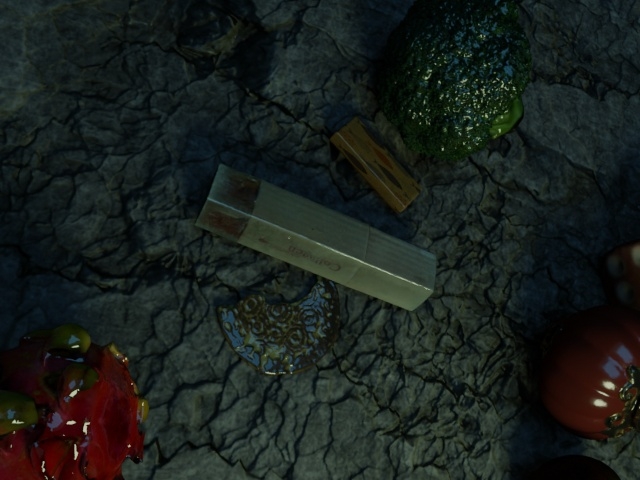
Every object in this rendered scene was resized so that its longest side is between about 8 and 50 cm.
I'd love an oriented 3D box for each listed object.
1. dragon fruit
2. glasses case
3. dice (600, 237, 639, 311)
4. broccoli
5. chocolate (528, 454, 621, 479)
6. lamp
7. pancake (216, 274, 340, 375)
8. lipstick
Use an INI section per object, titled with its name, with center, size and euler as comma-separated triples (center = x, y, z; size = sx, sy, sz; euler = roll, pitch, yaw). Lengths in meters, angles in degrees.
[dragon fruit]
center = -0.348, 0.237, 0.783
size = 0.307, 0.243, 0.227
euler = -61, 138, -28
[glasses case]
center = 0.091, -0.124, 1.159
size = 0.170, 0.041, 0.064
euler = 47, 53, -2
[dice]
center = 0.629, 0.069, 1.234
size = 0.179, 0.174, 0.175
euler = -5, 78, -23
[broccoli]
center = 0.234, -0.276, 1.164
size = 0.297, 0.297, 0.297
euler = 11, 68, -51
[chocolate]
center = 0.381, 0.397, 1.044
size = 0.176, 0.177, 0.177
euler = 6, 73, -19
[lamp]
center = 0.450, 0.207, 1.114
size = 0.227, 0.227, 0.227
euler = 6, 73, -19
[pancake]
center = -0.060, 0.113, 1.045
size = 0.190, 0.020, 0.184
euler = 21, 69, -15
[lipstick]
center = 0.000, 0.000, 1.059
size = 0.371, 0.076, 0.080
euler = 23, 50, -13
